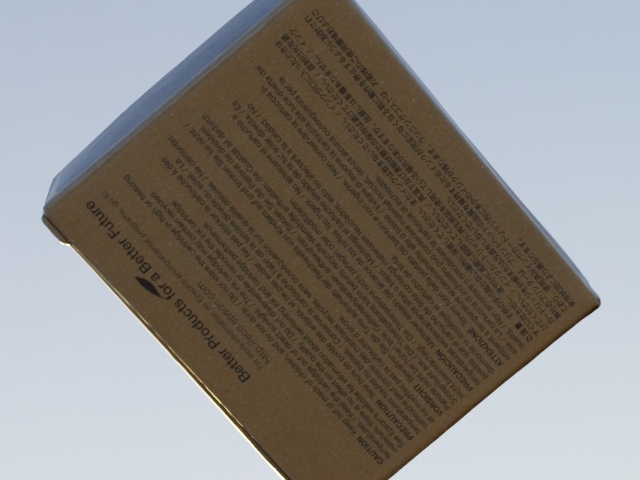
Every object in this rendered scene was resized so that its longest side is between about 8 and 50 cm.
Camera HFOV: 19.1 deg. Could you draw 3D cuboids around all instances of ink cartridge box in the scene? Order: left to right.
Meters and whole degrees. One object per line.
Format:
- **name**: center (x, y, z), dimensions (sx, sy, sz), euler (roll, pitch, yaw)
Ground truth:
- **ink cartridge box**: center (0.000, 0.000, 1.008), dimensions (0.193, 0.235, 0.088), euler (-39, 15, 6)
